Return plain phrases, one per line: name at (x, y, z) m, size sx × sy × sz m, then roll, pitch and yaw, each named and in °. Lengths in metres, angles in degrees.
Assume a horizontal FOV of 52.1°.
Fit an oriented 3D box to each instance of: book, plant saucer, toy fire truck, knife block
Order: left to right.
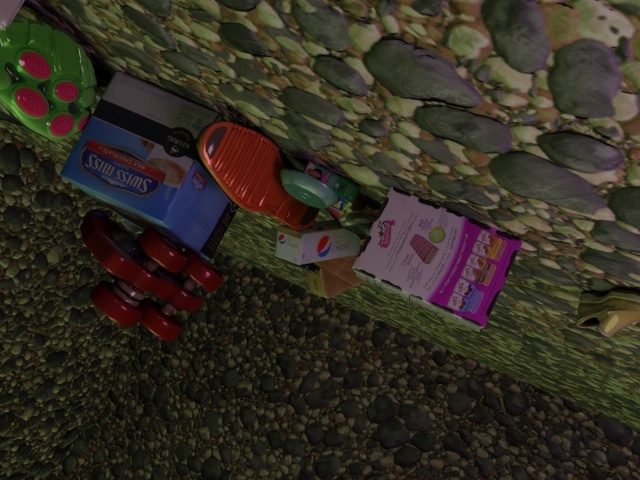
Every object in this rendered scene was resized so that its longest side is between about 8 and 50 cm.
toy fire truck at (-0.360, 0.045, 1.295) m, size 0.254 × 0.169 × 0.302 m, roll 39°, pitch 179°, yaw 32°
plant saucer at (-0.024, -0.089, 1.184) m, size 0.119 × 0.021 × 0.119 m, roll 24°, pitch 166°, yaw 6°
knife block at (0.023, 0.018, 1.760) m, size 0.275 × 0.242 × 0.088 m, roll -20°, pitch -162°, yaw -29°
book at (0.052, -0.059, 1.356) m, size 0.096 × 0.035 × 0.144 m, roll 24°, pitch 169°, yaw 21°

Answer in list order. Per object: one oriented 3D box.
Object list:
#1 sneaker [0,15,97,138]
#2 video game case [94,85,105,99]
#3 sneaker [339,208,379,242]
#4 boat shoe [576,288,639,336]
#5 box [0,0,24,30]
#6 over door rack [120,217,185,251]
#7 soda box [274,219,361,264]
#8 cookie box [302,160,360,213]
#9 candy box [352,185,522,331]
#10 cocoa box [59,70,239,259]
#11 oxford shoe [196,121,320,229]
sneaker at (-0.560, -0.287, 1.031) m, size 0.202 × 0.185 × 0.483 m, roll 18°, pitch -177°, yaw 30°
video game case at (-0.494, -0.328, 1.295) m, size 0.173 × 0.022 × 0.190 m, roll 35°, pitch 178°, yaw -43°
sneaker at (0.129, 0.004, 1.272) m, size 0.215 × 0.083 × 0.084 m, roll 24°, pitch 162°, yaw -22°
boat shoe at (0.484, 0.125, 1.074) m, size 0.068 × 0.072 × 0.190 m, roll 27°, pitch 170°, yaw -2°
box at (-0.509, -0.392, 0.781) m, size 0.148 × 0.121 × 0.311 m, roll 16°, pitch 166°, yaw 48°
over door rack at (-0.327, -0.070, 1.655) m, size 0.324 × 0.239 × 0.108 m, roll 14°, pitch 140°, yaw 50°
soda box at (0.000, 0.000, 1.423) m, size 0.074 × 0.069 × 0.216 m, roll 19°, pitch -163°, yaw 36°
cookie box at (0.014, -0.098, 1.221) m, size 0.107 × 0.040 × 0.092 m, roll 26°, pitch 169°, yaw -1°
candy box at (0.190, 0.031, 1.086) m, size 0.233 × 0.159 × 0.071 m, roll 25°, pitch 169°, yaw 13°
cocoa box at (-0.308, -0.132, 1.324) m, size 0.231 × 0.228 × 0.347 m, roll 25°, pitch 170°, yaw 10°
oxford shoe at (-0.137, -0.122, 1.244) m, size 0.132 × 0.130 × 0.363 m, roll 25°, pitch 172°, yaw 33°
